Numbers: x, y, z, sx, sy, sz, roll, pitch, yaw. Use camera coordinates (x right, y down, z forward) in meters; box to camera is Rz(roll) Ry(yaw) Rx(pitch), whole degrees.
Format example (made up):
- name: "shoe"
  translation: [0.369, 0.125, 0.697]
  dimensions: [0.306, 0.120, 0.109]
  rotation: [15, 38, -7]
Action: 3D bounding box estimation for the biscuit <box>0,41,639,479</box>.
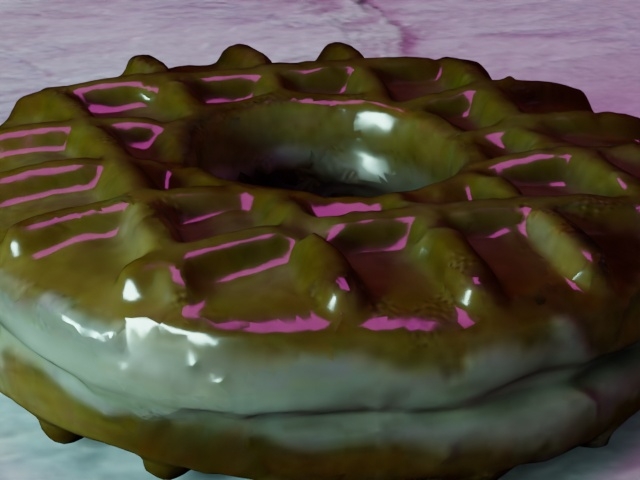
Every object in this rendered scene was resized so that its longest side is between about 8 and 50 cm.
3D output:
- name: "biscuit"
  translation: [0.000, 0.000, 0.772]
  dimensions: [0.332, 0.103, 0.332]
  rotation: [2, 23, -1]
